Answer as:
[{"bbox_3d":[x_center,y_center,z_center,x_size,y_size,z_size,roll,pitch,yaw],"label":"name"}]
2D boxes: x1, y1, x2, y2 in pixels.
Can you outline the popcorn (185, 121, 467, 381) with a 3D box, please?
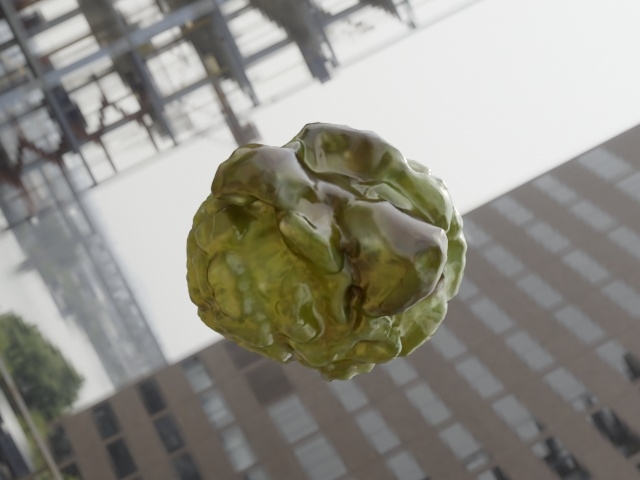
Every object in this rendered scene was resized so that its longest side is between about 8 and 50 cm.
[{"bbox_3d":[0.000,0.000,1.288,0.251,0.237,0.205,57,39,-59],"label":"popcorn"}]
